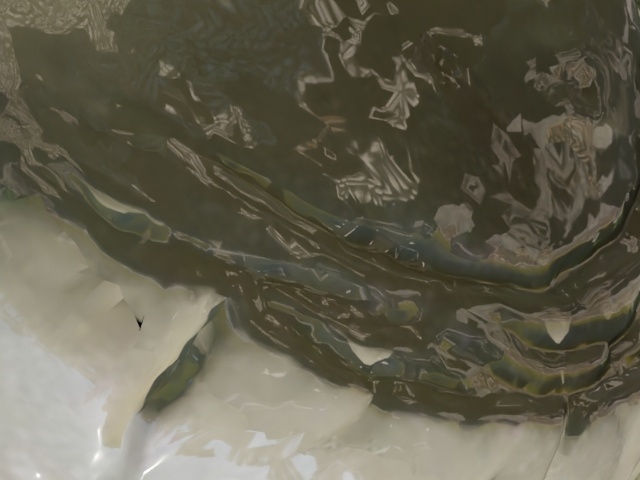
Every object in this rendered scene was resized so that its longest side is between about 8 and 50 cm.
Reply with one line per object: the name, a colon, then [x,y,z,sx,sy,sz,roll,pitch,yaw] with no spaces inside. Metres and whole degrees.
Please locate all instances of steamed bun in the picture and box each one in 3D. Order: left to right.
steamed bun: [0.001,0.004,0.530,0.236,0.247,0.383,45,-146,-6]
